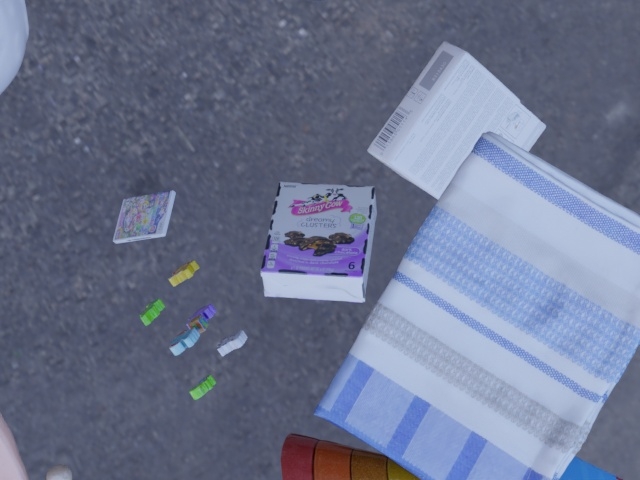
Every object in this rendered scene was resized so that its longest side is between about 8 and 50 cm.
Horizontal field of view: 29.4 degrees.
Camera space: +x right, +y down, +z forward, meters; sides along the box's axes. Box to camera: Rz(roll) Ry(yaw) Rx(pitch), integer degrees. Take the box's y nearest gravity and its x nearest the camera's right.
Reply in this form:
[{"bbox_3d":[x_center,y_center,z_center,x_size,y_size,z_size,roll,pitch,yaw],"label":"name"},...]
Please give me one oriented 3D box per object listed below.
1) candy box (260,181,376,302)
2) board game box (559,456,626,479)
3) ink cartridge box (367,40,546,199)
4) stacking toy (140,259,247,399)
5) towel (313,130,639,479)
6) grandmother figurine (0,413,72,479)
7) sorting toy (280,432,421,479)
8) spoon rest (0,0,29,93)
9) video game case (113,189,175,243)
[{"bbox_3d":[0.000,0.000,1.981,0.165,0.196,0.070,3,140,8],"label":"candy box"},{"bbox_3d":[0.367,0.336,1.172,0.086,0.302,0.308,-59,144,-11],"label":"board game box"},{"bbox_3d":[0.191,-0.142,1.673,0.224,0.056,0.181,31,96,-46],"label":"ink cartridge box"},{"bbox_3d":[-0.214,0.147,2.009,0.052,0.221,0.167,-28,103,25],"label":"stacking toy"},{"bbox_3d":[0.153,0.074,1.005,0.285,0.209,0.034,-58,176,-3],"label":"towel"},{"bbox_3d":[-0.347,0.308,1.357,0.208,0.342,0.104,-21,-167,43],"label":"grandmother figurine"},{"bbox_3d":[0.079,0.274,1.146,0.126,0.127,0.365,-13,147,14],"label":"sorting toy"},{"bbox_3d":[-0.280,-0.238,0.900,0.084,0.137,0.276,-14,94,-20],"label":"spoon rest"},{"bbox_3d":[-0.313,-0.041,2.162,0.122,0.087,0.011,-8,150,35],"label":"video game case"}]
